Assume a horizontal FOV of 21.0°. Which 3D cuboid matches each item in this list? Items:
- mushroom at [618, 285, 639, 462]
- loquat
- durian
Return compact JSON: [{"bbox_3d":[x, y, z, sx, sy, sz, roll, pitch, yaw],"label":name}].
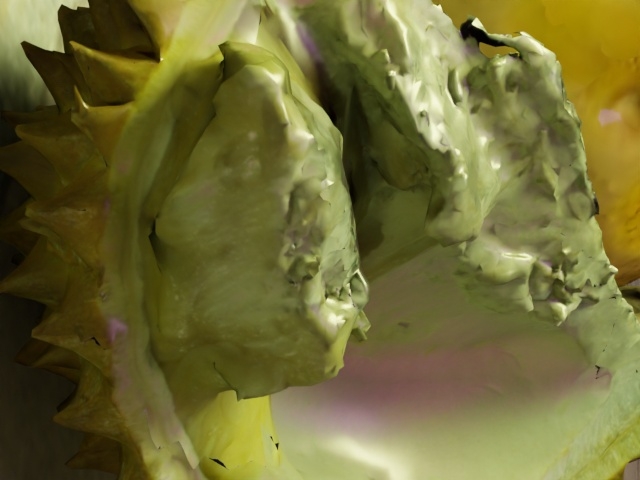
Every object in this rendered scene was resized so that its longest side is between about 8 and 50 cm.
[{"bbox_3d":[0.093,0.141,0.815,0.397,0.177,0.126,-75,167,-56],"label":"mushroom"},{"bbox_3d":[0.101,-0.082,0.829,0.244,0.243,0.244,-4,90,-75],"label":"loquat"},{"bbox_3d":[0.000,0.000,0.502,0.172,0.166,0.306,-81,151,-48],"label":"durian"}]
